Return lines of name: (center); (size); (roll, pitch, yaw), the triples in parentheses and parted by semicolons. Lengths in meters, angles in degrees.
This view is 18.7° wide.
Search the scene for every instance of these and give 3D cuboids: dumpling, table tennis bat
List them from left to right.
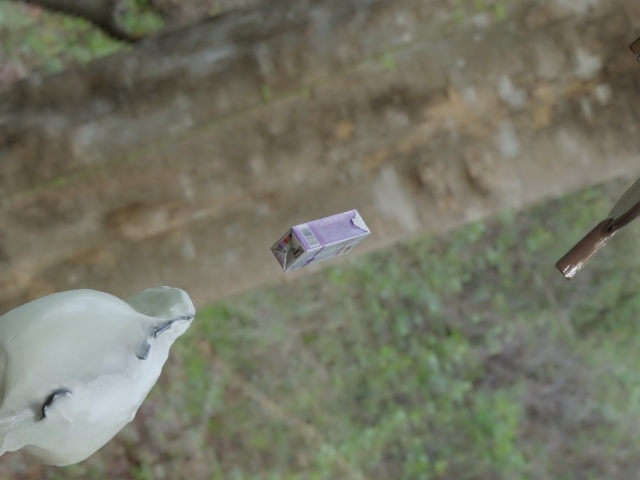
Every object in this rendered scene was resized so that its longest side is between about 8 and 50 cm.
dumpling: (-0.265, 0.129, 1.931); (0.227, 0.243, 0.175); (12, -82, 56)
table tennis bat: (0.241, -0.064, 1.748); (0.119, 0.170, 0.107); (45, 4, -3)

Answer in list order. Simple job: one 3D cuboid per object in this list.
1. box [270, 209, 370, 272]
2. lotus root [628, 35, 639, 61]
box: (0.000, 0.000, 2.224); (0.117, 0.050, 0.036); (-16, 69, -50)
lotus root: (0.422, -0.158, 1.868); (0.260, 0.074, 0.170); (57, -47, 31)
